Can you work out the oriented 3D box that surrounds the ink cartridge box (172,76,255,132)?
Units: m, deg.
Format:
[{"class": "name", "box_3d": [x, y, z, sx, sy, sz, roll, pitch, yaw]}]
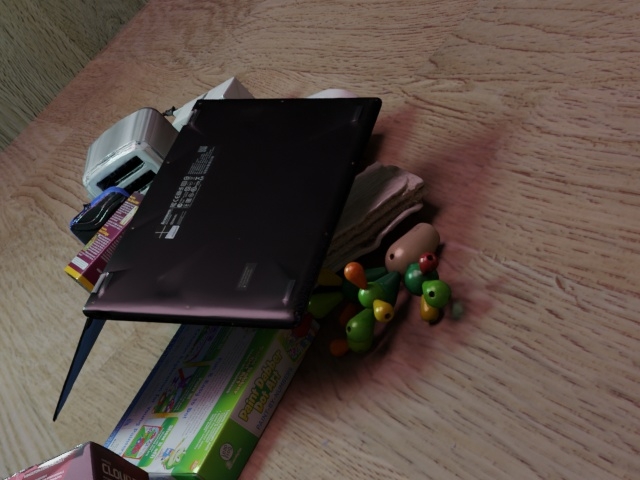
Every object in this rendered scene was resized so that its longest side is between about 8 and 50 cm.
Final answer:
[{"class": "ink cartridge box", "box_3d": [-0.190, -0.210, 2.040, 0.181, 0.104, 0.061, -22, 32, 41]}]

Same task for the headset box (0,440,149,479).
[{"class": "headset box", "box_3d": [-0.269, 0.349, 1.092, 0.218, 0.110, 0.293, -26, 53, 14]}]

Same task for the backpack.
[{"class": "backpack", "box_3d": [-0.396, -0.043, 2.099, 0.120, 0.098, 0.101, -44, 21, 3]}]

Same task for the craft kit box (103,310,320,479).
[{"class": "craft kit box", "box_3d": [-0.145, 0.196, 1.385, 0.247, 0.061, 0.250, -16, 36, 50]}]

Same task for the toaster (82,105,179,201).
[{"class": "toaster", "box_3d": [-0.360, -0.155, 2.193, 0.227, 0.129, 0.146, -31, 31, 22]}]

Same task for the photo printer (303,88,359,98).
[{"class": "photo printer", "box_3d": [-0.068, -0.092, 1.660, 0.307, 0.107, 0.256, -15, 38, 46]}]

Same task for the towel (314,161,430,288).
[{"class": "towel", "box_3d": [0.000, 0.000, 1.420, 0.282, 0.049, 0.187, -35, 15, -4]}]

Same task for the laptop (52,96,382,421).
[{"class": "laptop", "box_3d": [-0.136, 0.026, 1.434, 0.408, 0.236, 0.382, 1, 46, 21]}]

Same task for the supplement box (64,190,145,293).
[{"class": "supplement box", "box_3d": [-0.340, 0.014, 1.941, 0.188, 0.081, 0.104, -49, 24, -11]}]

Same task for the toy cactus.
[{"class": "toy cactus", "box_3d": [0.069, 0.042, 1.265, 0.219, 0.112, 0.180, -26, 19, 52]}]
